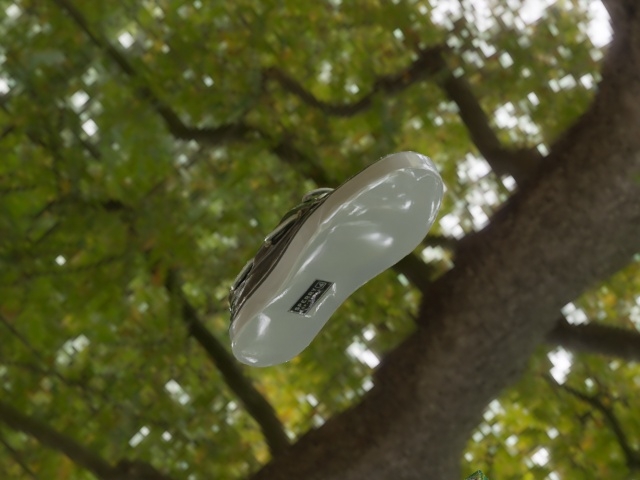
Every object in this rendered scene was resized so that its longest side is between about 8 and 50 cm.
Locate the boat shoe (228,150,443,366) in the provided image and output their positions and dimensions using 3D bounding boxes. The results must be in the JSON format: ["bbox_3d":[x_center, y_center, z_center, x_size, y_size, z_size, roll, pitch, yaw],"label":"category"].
[{"bbox_3d":[0.000,0.000,1.075,0.219,0.077,0.070,-45,-138,33],"label":"boat shoe"}]

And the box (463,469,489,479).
[{"bbox_3d":[0.105,0.246,1.251,0.105,0.043,0.179,-38,-179,6],"label":"box"}]
